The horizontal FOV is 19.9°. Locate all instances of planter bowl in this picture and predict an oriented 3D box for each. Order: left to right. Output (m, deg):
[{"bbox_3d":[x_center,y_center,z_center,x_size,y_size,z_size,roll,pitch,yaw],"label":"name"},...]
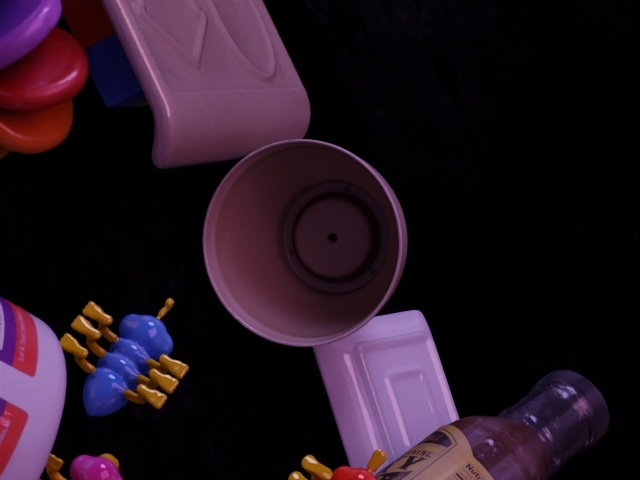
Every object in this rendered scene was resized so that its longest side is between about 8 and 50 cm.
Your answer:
[{"bbox_3d":[0.000,0.000,1.466,0.162,0.162,0.109,67,16,5],"label":"planter bowl"}]

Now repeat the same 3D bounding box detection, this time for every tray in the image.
[{"bbox_3d":[0.087,0.188,1.531,0.145,0.030,0.270,-6,74,-47],"label":"tray"}]

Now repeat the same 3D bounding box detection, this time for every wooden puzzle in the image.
[{"bbox_3d":[-0.140,-0.222,1.425,0.347,0.080,0.322,69,18,1],"label":"wooden puzzle"}]

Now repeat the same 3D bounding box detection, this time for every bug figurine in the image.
[{"bbox_3d":[-0.090,0.176,1.284,0.279,0.072,0.216,36,61,6],"label":"bug figurine"}]

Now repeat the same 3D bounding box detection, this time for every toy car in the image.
[{"bbox_3d":[-0.235,-0.136,1.283,0.182,0.136,0.159,64,37,-35],"label":"toy car"}]

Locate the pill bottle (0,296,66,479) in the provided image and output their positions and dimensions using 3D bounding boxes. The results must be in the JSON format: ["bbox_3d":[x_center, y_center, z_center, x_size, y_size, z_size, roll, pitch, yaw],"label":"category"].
[{"bbox_3d":[-0.324,0.063,1.083,0.323,0.181,0.181,33,50,-28],"label":"pill bottle"}]

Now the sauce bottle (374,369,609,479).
[{"bbox_3d":[0.099,0.211,1.433,0.344,0.111,0.111,-31,92,-38],"label":"sauce bottle"}]
